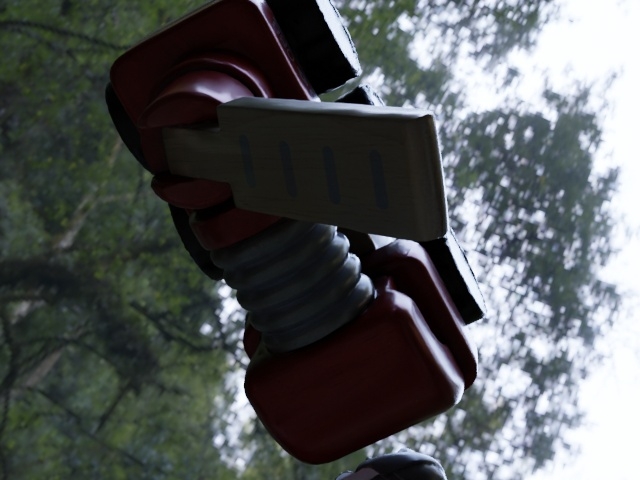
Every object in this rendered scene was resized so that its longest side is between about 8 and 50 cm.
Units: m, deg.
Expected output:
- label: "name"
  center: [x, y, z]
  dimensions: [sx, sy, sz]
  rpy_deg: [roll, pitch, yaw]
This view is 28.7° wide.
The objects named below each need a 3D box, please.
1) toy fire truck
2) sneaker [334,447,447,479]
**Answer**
- label: "toy fire truck"
  center: [0.000, 0.000, 0.538]
  dimensions: [0.158, 0.246, 0.217]
  rpy_deg: [-25, -76, 13]
- label: "sneaker"
  center: [-0.004, 0.213, 0.629]
  dimensions: [0.106, 0.234, 0.078]
  rpy_deg: [39, -7, 43]
